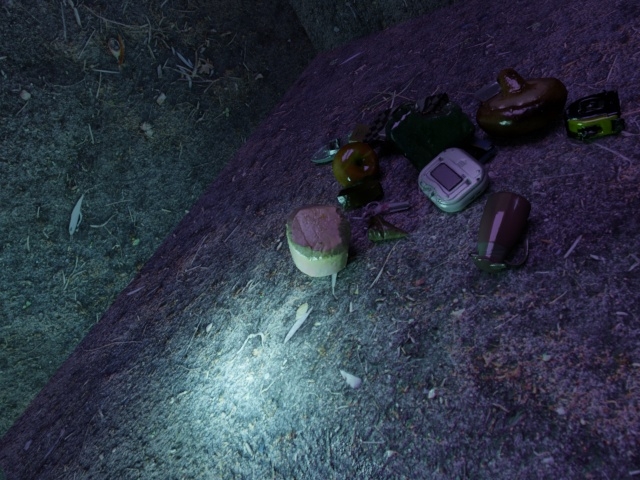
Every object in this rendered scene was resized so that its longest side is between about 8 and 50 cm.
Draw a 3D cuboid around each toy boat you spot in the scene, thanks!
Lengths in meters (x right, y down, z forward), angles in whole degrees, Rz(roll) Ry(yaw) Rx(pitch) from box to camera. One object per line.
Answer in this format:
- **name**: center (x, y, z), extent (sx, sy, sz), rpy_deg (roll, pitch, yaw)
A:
- **toy boat**: center (0.079, -0.556, 2.438), extent (0.319, 0.092, 0.141), rpy_deg (-23, 43, 20)

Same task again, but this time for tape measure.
- **tape measure**: center (1.027, -0.470, 1.519), extent (0.186, 0.112, 0.199), rpy_deg (-11, 42, 35)

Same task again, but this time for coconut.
- **coconut**: center (0.000, 0.000, 1.741), extent (0.297, 0.309, 0.298), rpy_deg (-1, 69, 2)

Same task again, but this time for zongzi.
- **zongzi**: center (0.298, -0.067, 1.759), extent (0.177, 0.081, 0.189), rpy_deg (-2, 31, 11)

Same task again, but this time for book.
- **book**: center (0.278, -0.617, 2.333), extent (0.192, 0.013, 0.168), rpy_deg (13, 55, 16)

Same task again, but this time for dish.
- **dish**: center (0.856, -0.700, 1.952), extent (0.154, 0.064, 0.234), rpy_deg (-32, 37, 9)

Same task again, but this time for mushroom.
- **mushroom**: center (0.854, -0.566, 1.704), extent (0.345, 0.239, 0.345), rpy_deg (-39, 36, 36)

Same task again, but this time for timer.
- **timer**: center (0.545, -0.257, 1.664), extent (0.237, 0.087, 0.262), rpy_deg (-41, 50, 8)

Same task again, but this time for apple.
- **apple**: center (0.182, -0.382, 2.082), extent (0.246, 0.246, 0.226), rpy_deg (-42, 6, -6)

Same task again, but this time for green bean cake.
- **green bean cake**: center (0.481, -0.491, 1.786), extent (0.308, 0.300, 0.169), rpy_deg (-42, 19, 18)

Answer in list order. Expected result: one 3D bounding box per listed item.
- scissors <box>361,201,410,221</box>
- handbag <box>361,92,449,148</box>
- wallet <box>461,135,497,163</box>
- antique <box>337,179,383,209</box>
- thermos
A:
- **scissors**: center (0.302, -0.145, 1.852), extent (0.242, 0.030, 0.118), rpy_deg (-6, 46, 40)
- **handbag**: center (0.434, -0.588, 2.087), extent (0.416, 0.180, 0.317), rpy_deg (0, 42, 46)
- **wallet**: center (0.634, -0.357, 1.766), extent (0.231, 0.069, 0.170), rpy_deg (-42, 38, 0)
- **antique**: center (0.201, -0.226, 1.975), extent (0.220, 0.080, 0.081), rpy_deg (-12, 30, 30)
- **thermos**: center (0.618, -0.015, 1.362), extent (0.176, 0.146, 0.265), rpy_deg (18, 69, 21)
